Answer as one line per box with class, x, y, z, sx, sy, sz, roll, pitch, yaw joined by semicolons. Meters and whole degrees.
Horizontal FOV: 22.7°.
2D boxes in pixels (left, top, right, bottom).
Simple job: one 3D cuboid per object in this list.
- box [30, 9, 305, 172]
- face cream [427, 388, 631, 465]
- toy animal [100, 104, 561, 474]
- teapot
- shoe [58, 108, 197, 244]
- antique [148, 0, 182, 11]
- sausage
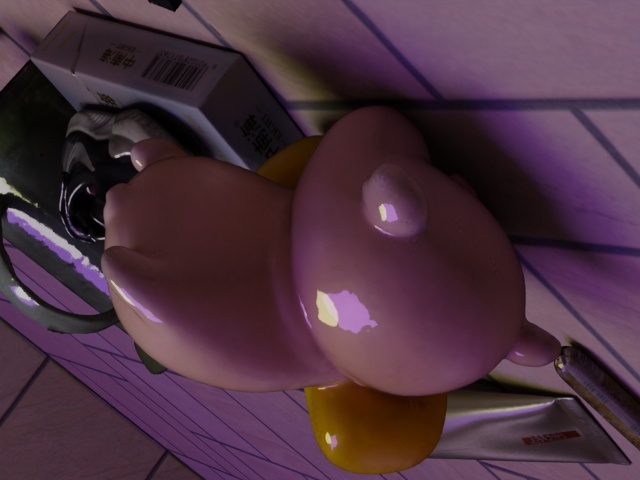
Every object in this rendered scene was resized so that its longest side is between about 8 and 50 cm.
box;-0.133;-0.118;1.436;0.243;0.067;0.155;19;156;43
face cream;0.156;0.197;1.717;0.341;0.084;0.137;-2;143;40
toy animal;0.022;-0.007;1.226;0.345;0.277;0.247;31;138;-25
teapot;-0.245;-0.024;1.615;0.337;0.270;0.200;40;133;-12
shoe;-0.194;-0.050;1.426;0.099;0.112;0.227;42;158;-22
antique;-0.148;-0.238;1.217;0.031;0.015;0.192;26;162;26
sausage;0.300;0.178;1.480;0.269;0.033;0.033;42;163;-23
